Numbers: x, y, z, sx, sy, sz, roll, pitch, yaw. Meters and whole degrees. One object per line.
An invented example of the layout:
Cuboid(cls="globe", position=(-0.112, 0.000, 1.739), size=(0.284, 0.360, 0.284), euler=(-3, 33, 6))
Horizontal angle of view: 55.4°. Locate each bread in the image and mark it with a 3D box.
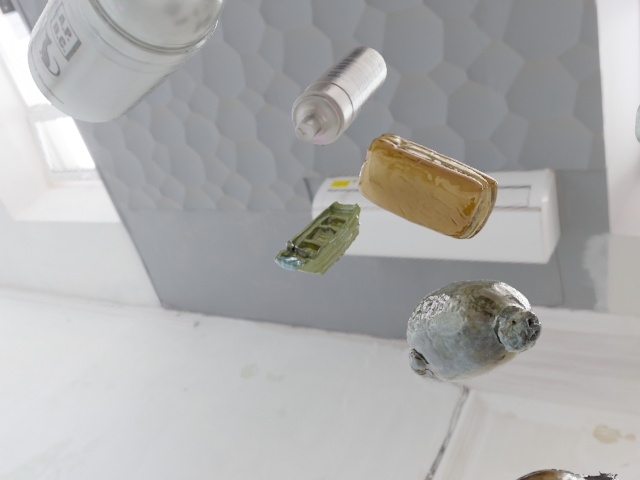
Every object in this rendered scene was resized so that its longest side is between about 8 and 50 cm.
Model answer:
Cuboid(cls="bread", position=(0.154, -0.073, 0.898), size=(0.200, 0.116, 0.077), euler=(27, -144, 13))

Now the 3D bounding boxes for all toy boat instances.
Cuboid(cls="toy boat", position=(0.001, 0.006, 1.508), size=(0.111, 0.084, 0.276), euler=(12, -138, 36))

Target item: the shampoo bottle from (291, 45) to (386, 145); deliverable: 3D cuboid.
Cuboid(cls="shampoo bottle", position=(0.028, -0.234, 1.000), size=(0.092, 0.092, 0.303), euler=(-3, -149, 25))

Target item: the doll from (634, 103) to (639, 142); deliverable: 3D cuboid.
Cuboid(cls="doll", position=(0.473, -0.117, 0.596), size=(0.160, 0.130, 0.290), euler=(-10, -166, -39))

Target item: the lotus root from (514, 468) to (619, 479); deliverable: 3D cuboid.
Cuboid(cls="lotus root", position=(0.228, 0.359, 0.664), size=(0.314, 0.169, 0.141), euler=(-39, -165, 1))

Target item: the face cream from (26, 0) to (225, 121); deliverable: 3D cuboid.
Cuboid(cls="face cream", position=(-0.177, -0.240, 0.602), size=(0.145, 0.145, 0.369), euler=(-39, -166, -35))

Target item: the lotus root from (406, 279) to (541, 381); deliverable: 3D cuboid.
Cuboid(cls="lotus root", position=(0.258, 0.151, 1.050), size=(0.175, 0.175, 0.349), euler=(-31, 174, -25))
